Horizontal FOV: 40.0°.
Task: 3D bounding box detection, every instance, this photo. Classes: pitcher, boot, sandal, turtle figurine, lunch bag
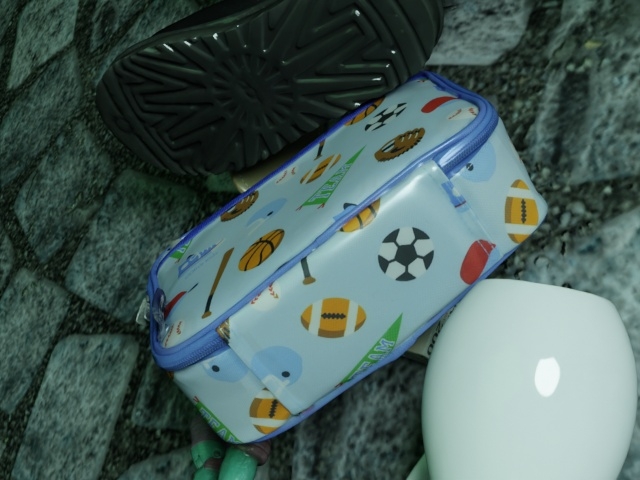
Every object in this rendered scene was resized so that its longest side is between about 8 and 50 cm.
[{"bbox_3d":[0.106,0.132,0.552,0.178,0.126,0.207,-1,76,60],"label":"pitcher"},{"bbox_3d":[-0.013,-0.198,0.781,0.348,0.131,0.260,-13,33,31],"label":"boot"},{"bbox_3d":[-0.043,-0.119,0.889,0.079,0.088,0.240,127,159,-56],"label":"sandal"},{"bbox_3d":[-0.062,0.224,0.654,0.175,0.118,0.234,-29,43,28],"label":"turtle figurine"},{"bbox_3d":[0.000,0.000,0.658,0.303,0.115,0.243,-35,23,4],"label":"lunch bag"}]

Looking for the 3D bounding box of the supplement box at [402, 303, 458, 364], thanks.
[{"bbox_3d":[0.064,0.057,0.686,0.098,0.036,0.062,11,72,46],"label":"supplement box"}]
